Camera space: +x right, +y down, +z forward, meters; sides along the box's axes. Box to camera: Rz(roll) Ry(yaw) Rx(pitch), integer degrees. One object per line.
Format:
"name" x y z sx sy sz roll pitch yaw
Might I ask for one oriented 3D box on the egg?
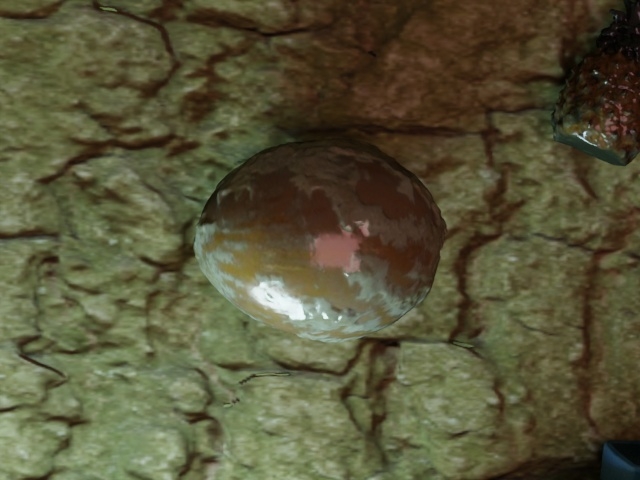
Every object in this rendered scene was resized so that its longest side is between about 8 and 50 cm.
"egg" 0.000 0.000 1.263 0.245 0.203 0.203 2 101 -9

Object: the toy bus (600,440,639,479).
"toy bus" 0.370 0.346 1.443 0.134 0.116 0.234 2 99 -10

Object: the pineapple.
"pineapple" 0.315 -0.178 1.339 0.108 0.108 0.197 25 87 -14
